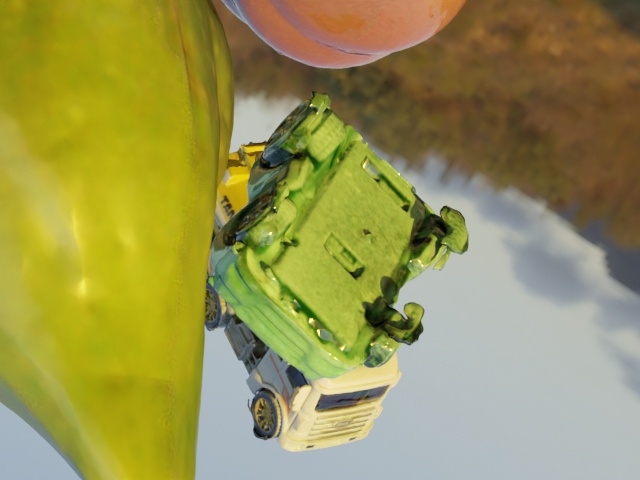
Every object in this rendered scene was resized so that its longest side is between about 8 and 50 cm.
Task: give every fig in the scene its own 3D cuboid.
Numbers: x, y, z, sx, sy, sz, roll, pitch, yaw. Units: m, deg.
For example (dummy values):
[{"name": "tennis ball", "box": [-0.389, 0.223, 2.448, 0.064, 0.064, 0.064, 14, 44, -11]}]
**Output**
[{"name": "fig", "box": [-0.106, -0.021, 0.654, 0.206, 0.206, 0.275, 22, -144, -53]}]

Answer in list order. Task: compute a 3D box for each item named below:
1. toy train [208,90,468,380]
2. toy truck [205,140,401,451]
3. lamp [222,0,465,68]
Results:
[{"name": "toy train", "box": [0.000, 0.000, 0.831, 0.099, 0.081, 0.149, 43, -139, -14]}, {"name": "toy truck", "box": [-0.026, 0.040, 1.423, 0.098, 0.114, 0.227, -7, -124, -34]}, {"name": "lamp", "box": [0.001, -0.287, 1.465, 0.239, 0.305, 0.305, -2, -153, -32]}]
